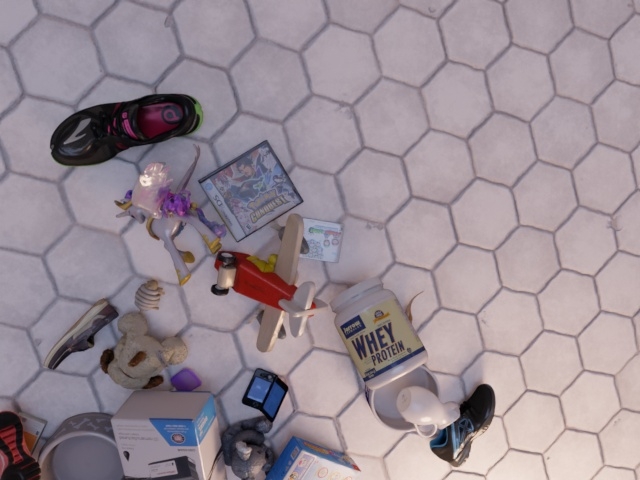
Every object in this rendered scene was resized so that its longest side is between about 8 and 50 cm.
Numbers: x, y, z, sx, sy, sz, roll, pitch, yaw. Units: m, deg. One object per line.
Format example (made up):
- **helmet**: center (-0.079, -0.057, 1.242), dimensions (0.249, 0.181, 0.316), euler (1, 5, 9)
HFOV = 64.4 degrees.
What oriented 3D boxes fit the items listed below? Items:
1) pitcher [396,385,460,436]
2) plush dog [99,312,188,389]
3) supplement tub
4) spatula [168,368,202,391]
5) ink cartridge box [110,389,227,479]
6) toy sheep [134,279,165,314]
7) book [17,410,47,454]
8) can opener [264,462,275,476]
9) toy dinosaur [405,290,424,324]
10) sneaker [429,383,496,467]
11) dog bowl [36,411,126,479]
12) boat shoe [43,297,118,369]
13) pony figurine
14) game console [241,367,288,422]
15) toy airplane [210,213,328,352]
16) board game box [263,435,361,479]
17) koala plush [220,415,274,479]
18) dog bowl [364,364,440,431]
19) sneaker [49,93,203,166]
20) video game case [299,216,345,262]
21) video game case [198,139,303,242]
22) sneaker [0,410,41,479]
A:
- **pitcher**: center (0.358, 0.610, 1.792), dimensions (0.207, 0.125, 0.178), euler (26, 107, -22)
- **plush dog**: center (-0.610, 0.408, 1.691), dimensions (0.262, 0.211, 0.225), euler (32, 117, -9)
- **supplement tub**: center (0.191, 0.311, 1.729), dimensions (0.235, 0.235, 0.325), euler (-27, 75, -5)
- **spatula**: center (-0.555, 0.555, 1.780), dimensions (0.296, 0.030, 0.084), euler (-36, 100, -3)
- **ink cartridge box**: center (-0.485, 0.709, 1.676), dimensions (0.285, 0.166, 0.395), euler (-3, 107, 10)
- **toy sheep**: center (-0.580, 0.193, 1.709), dimensions (0.091, 0.091, 0.132), euler (21, 98, -11)
- **book**: center (-1.003, 0.663, 1.719), dimensions (0.096, 0.035, 0.144), euler (26, 92, -7)
- **can opener**: center (-0.130, 0.900, 1.883), dimensions (0.186, 0.073, 0.059), euler (55, 47, -14)
- **toy dinosaur**: center (0.320, 0.285, 1.885), dimensions (0.112, 0.064, 0.212), euler (-9, 108, -26)
- **sneaker**: center (0.543, 0.688, 1.927), dimensions (0.139, 0.125, 0.341), euler (28, 89, -6)
- **dog bowl**: center (-0.792, 0.772, 1.731), dimensions (0.348, 0.102, 0.349), euler (-1, 97, -10)
- **boat shoe**: center (-0.789, 0.323, 1.681), dimensions (0.092, 0.103, 0.285), euler (42, 83, -6)
- **pony figurine**: center (-0.466, -0.092, 1.603), dimensions (0.363, 0.303, 0.351), euler (45, 116, 3)
- **game console**: center (-0.199, 0.550, 1.809), dimensions (0.124, 0.085, 0.144), euler (25, 92, -11)
- **toy airplane**: center (-0.137, 0.145, 1.680), dimensions (0.386, 0.272, 0.385), euler (-27, 87, 28)
- **board game box**: center (-0.055, 0.891, 1.821), dimensions (0.302, 0.086, 0.308), euler (34, 89, -31)
- **koala plush**: center (-0.256, 0.744, 1.753), dimensions (0.203, 0.221, 0.196), euler (-3, 97, -9)
- **dog bowl**: center (0.301, 0.561, 1.882), dimensions (0.264, 0.104, 0.265), euler (-1, 97, -9)
- **sneaker**: center (-0.610, -0.363, 1.578), dimensions (0.482, 0.202, 0.185), euler (-21, 99, -6)
- **video game case**: center (0.000, 0.000, 1.812), dimensions (0.157, 0.019, 0.143), euler (9, 95, -10)
- **video game case**: center (-0.237, -0.168, 1.746), dimensions (0.274, 0.035, 0.248), euler (-32, 100, -4)
- **sneaker**: center (-0.997, 0.708, 1.650), dimensions (0.115, 0.136, 0.314), euler (-11, 81, -41)
